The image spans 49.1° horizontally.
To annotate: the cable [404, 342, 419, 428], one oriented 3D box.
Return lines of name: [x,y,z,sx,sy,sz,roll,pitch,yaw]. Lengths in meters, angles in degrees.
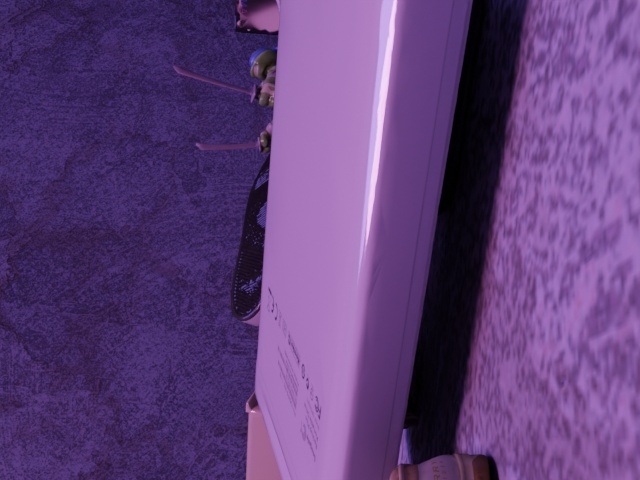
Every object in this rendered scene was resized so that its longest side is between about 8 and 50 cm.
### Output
cable: [0.025,0.124,0.646,0.287,0.072,0.140,170,103,-77]

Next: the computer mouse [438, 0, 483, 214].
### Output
computer mouse: [0.065,-0.156,0.469,0.184,0.060,0.262,-88,2,-52]

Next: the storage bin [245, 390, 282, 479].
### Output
storage bin: [-0.017,0.306,1.029,0.260,0.123,0.262,-47,-38,-69]

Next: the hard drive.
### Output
hard drive: [0.005,0.008,0.464,0.233,0.047,0.353,-124,36,-62]

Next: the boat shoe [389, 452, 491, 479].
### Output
boat shoe: [0.052,0.151,0.372,0.153,0.048,0.056,94,180,-59]

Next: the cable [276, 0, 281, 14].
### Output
cable: [0.007,-0.467,1.099,0.257,0.089,0.257,-8,105,53]

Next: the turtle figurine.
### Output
turtle figurine: [-0.059,-0.177,1.124,0.274,0.266,0.198,-37,-21,-40]

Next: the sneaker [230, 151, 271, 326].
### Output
sneaker: [0.000,0.000,0.919,0.123,0.178,0.296,-22,47,45]

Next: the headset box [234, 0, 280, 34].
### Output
headset box: [-0.018,-0.538,1.424,0.131,0.283,0.246,-45,-38,-66]
